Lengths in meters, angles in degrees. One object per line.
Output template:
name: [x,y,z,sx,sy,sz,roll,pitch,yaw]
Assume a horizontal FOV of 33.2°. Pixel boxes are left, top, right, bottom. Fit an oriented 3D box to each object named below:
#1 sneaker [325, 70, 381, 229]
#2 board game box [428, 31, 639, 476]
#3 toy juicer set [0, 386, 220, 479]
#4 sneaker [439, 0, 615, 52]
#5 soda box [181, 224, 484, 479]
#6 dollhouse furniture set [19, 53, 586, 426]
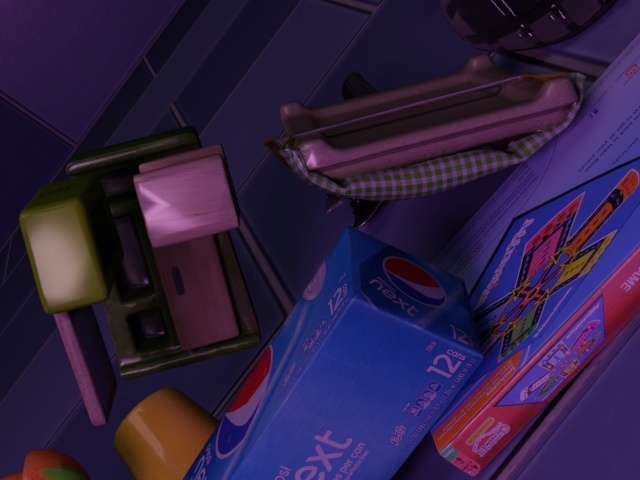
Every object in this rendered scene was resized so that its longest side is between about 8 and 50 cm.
sneaker: [0.026,-0.071,0.824,0.089,0.051,0.170,-47,24,7]
board game box: [0.144,-0.027,0.525,0.281,0.027,0.145,-49,20,14]
toy juicer set: [-0.183,0.243,0.645,0.329,0.089,0.209,-55,-20,21]
sneaker: [0.186,-0.214,0.673,0.267,0.101,0.106,-37,4,41]
soda box: [-0.007,0.100,0.542,0.210,0.071,0.067,-58,17,25]
dollhouse furniture set: [0.000,0.000,0.646,0.301,0.151,0.197,-14,15,-1]
